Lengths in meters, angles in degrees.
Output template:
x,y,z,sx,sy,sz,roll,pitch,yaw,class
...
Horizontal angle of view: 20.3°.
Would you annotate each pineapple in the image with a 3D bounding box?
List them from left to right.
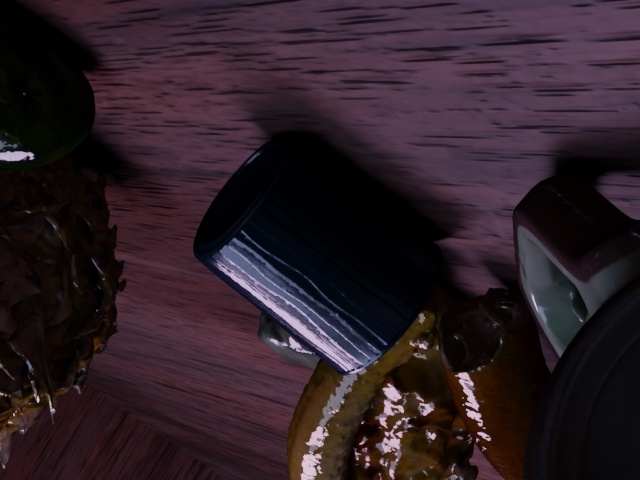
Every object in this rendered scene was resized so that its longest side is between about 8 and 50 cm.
x,y,z,sx,sy,sz,roll,pitch,yaw,class
-0.352,0.033,1.607,0.300,0.352,0.352,12,156,51,pineapple

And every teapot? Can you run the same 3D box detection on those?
x,y,z,sx,sy,sz,roll,pitch,yaw,class
0.200,0.105,0.988,0.315,0.233,0.312,60,176,10,teapot

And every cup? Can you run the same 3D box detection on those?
x,y,z,sx,sy,sz,roll,pitch,yaw,class
-0.013,0.011,1.256,0.138,0.113,0.150,38,154,-18,cup

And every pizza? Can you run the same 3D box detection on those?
x,y,z,sx,sy,sz,roll,pitch,yaw,class
0.065,0.147,1.420,0.182,0.074,0.365,2,138,-15,pizza

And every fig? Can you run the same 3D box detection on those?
x,y,z,sx,sy,sz,roll,pitch,yaw,class
-0.250,-0.130,1.337,0.177,0.117,0.117,50,160,-25,fig

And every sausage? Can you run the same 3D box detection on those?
x,y,z,sx,sy,sz,roll,pitch,yaw,class
0.163,0.133,1.335,0.076,0.103,0.302,32,169,39,sausage

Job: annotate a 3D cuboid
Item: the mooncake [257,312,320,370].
x,y,z,sx,sy,sz,roll,pitch,yaw,class
0.029,0.079,1.487,0.125,0.073,0.130,-4,147,46,mooncake
